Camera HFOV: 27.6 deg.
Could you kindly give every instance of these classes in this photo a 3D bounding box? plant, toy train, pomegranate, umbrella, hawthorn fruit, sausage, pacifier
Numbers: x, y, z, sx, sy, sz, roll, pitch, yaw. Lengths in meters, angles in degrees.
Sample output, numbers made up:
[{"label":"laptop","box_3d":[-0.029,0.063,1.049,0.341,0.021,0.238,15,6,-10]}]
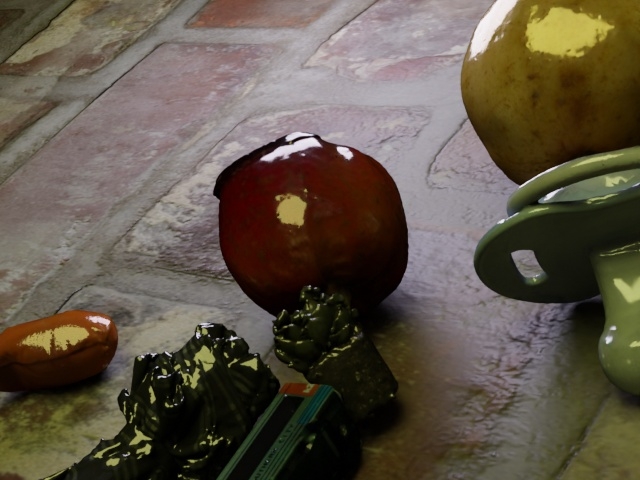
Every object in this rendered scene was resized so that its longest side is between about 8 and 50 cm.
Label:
[{"label":"plant","box_3d":[0.015,0.113,1.305,0.094,0.143,0.092,-41,0,9]},{"label":"toy train","box_3d":[-0.096,0.299,1.171,0.089,0.086,0.409,3,42,38]},{"label":"pomegranate","box_3d":[0.289,-0.185,1.476,0.260,0.260,0.260,-17,33,12]},{"label":"umbrella","box_3d":[-0.194,0.214,1.306,0.336,0.154,0.128,-32,-7,-13]},{"label":"hawthorn fruit","box_3d":[0.000,0.000,1.436,0.215,0.215,0.249,-25,40,0]},{"label":"sausage","box_3d":[-0.327,0.135,1.569,0.179,0.089,0.089,-13,33,8]},{"label":"pacifier","box_3d":[0.290,0.033,1.221,0.287,0.238,0.226,-14,62,12]}]
